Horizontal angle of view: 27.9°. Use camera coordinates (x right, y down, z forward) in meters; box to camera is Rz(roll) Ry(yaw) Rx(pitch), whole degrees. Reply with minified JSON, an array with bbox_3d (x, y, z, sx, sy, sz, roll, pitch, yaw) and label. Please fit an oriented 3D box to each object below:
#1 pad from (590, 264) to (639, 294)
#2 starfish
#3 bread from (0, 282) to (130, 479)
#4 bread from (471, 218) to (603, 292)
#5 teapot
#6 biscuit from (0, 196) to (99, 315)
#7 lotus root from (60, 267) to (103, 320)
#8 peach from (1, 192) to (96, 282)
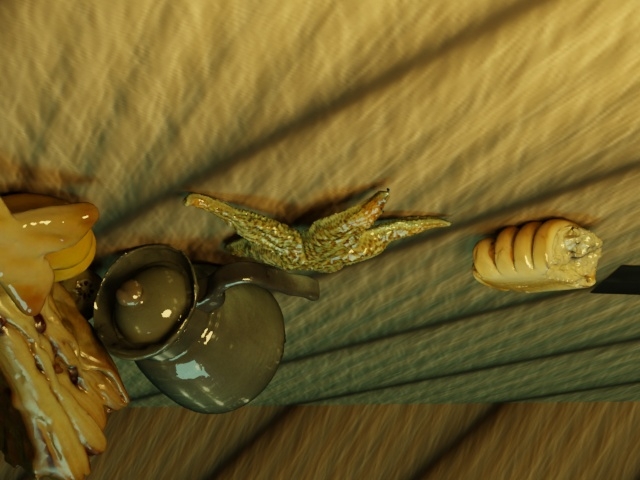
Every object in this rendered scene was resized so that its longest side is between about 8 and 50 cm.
[{"bbox_3d":[0.495,0.063,1.985,0.116,0.004,0.193,3,166,-2],"label":"pad"},{"bbox_3d":[0.001,0.003,1.696,0.347,0.078,0.358,-6,163,18],"label":"starfish"},{"bbox_3d":[-0.434,0.159,1.904,0.192,0.370,0.314,-30,-154,-27],"label":"bread"},{"bbox_3d":[0.281,0.022,1.694,0.177,0.084,0.119,-12,158,43],"label":"bread"},{"bbox_3d":[-0.176,0.125,1.872,0.305,0.223,0.285,10,164,34],"label":"teapot"},{"bbox_3d":[-0.377,-0.001,1.505,0.208,0.164,0.047,22,-161,-48],"label":"biscuit"},{"bbox_3d":[-0.389,0.089,2.019,0.090,0.077,0.183,49,150,-4],"label":"lotus root"},{"bbox_3d":[-0.376,0.000,1.654,0.179,0.103,0.179,0,168,0],"label":"peach"}]
